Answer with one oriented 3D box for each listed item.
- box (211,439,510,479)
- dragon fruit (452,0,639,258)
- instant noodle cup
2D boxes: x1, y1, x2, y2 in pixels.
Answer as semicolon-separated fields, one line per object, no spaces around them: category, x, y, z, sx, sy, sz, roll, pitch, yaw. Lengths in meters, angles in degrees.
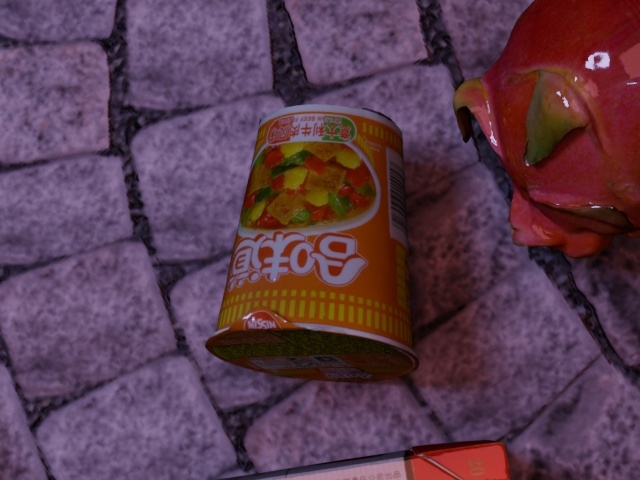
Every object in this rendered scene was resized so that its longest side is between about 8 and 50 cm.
box;0.014;0.181;1.146;0.245;0.139;0.035;-10;83;2
dragon fruit;0.228;-0.101;1.151;0.224;0.227;0.224;15;55;-23
instant noodle cup;0.000;0.000;1.175;0.168;0.168;0.185;4;72;2
